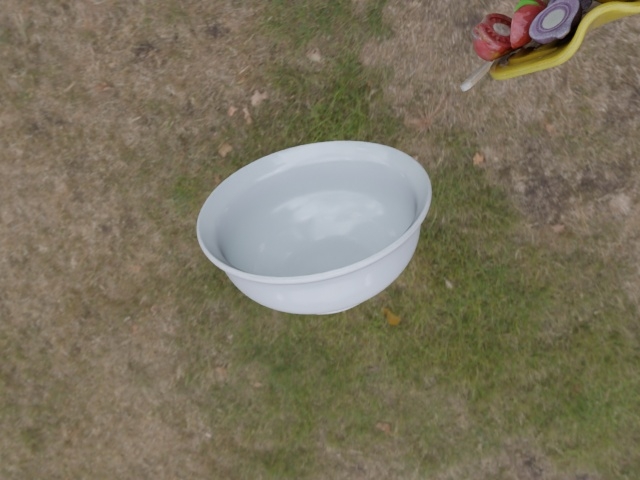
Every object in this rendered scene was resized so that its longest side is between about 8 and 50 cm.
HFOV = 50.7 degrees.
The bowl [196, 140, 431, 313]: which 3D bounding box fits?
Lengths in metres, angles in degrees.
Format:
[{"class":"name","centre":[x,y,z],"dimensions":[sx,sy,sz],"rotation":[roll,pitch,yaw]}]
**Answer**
[{"class":"bowl","centre":[0.000,0.000,0.874],"dimensions":[0.298,0.298,0.134],"rotation":[-3,127,11]}]

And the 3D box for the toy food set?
[{"class":"toy food set","centre":[0.189,-0.200,0.571],"dimensions":[0.128,0.218,0.071],"rotation":[-41,106,-14]}]
